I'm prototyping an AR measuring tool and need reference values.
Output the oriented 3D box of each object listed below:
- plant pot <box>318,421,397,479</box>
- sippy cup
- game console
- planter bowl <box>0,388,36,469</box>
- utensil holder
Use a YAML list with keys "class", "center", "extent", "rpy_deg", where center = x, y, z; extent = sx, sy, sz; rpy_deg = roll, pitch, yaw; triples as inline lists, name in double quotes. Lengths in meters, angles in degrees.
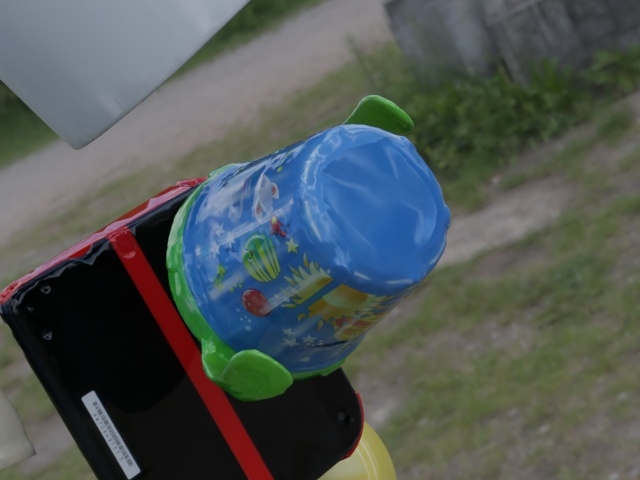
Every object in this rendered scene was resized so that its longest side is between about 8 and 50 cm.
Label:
- class: "plant pot"
  center: [-0.052, 0.333, 1.969]
  extent: [0.254, 0.254, 0.239]
  rpy_deg: [-24, -12, 17]
- class: "sippy cup"
  center: [0.000, 0.000, 1.490]
  extent: [0.240, 0.305, 0.224]
  rpy_deg: [1, -19, -31]
- class: "game console"
  center: [-0.143, 0.148, 1.743]
  extent: [0.342, 0.386, 0.060]
  rpy_deg: [-34, 8, -33]
- class: "planter bowl"
  center: [-0.328, 0.151, 1.263]
  extent: [0.162, 0.109, 0.162]
  rpy_deg: [-19, -1, 0]
- class: "utensil holder"
  center: [-0.260, -0.323, 1.466]
  extent: [0.327, 0.385, 0.327]
  rpy_deg: [-40, 12, 11]
